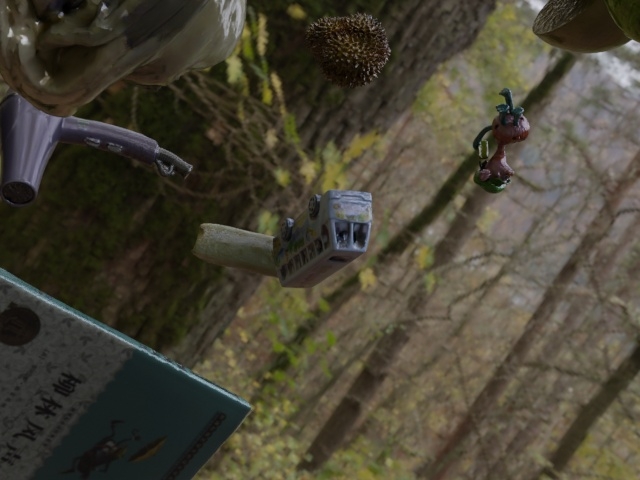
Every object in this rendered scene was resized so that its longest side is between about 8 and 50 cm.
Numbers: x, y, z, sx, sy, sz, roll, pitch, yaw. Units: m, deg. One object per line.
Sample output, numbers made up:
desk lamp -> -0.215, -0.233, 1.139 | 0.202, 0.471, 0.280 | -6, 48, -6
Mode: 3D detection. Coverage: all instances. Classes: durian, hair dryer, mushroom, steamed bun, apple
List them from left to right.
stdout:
hair dryer -> -0.403, -0.160, 1.765 | 0.361, 0.121, 0.301 | 11, 42, -19
steamed bun -> -0.242, -0.314, 1.063 | 0.352, 0.339, 0.247 | 56, -25, -18
mushroom -> -0.140, 0.031, 2.279 | 0.312, 0.081, 0.100 | 11, 53, 0
durian -> 0.056, -0.375, 1.929 | 0.168, 0.158, 0.137 | -6, -20, -8
apple -> 0.476, -0.472, 1.691 | 0.292, 0.292, 0.254 | 31, -14, -17

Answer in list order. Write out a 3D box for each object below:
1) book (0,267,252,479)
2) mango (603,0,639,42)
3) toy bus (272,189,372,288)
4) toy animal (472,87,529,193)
book -> -0.296, 0.213, 1.140 | 0.379, 0.264, 0.031 | 34, 10, -34
mango -> 0.408, -0.369, 1.125 | 0.156, 0.192, 0.343 | 47, 37, -50
toy bus -> 0.000, 0.000, 2.016 | 0.109, 0.135, 0.330 | 5, -19, -21
toy animal -> 0.343, -0.194, 1.893 | 0.103, 0.208, 0.100 | 34, 52, 27
